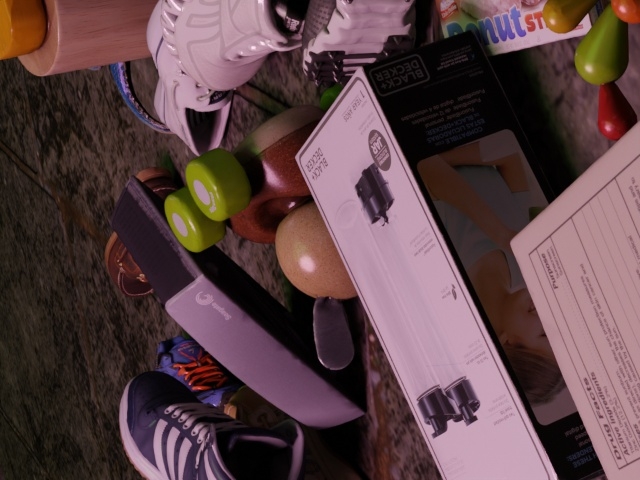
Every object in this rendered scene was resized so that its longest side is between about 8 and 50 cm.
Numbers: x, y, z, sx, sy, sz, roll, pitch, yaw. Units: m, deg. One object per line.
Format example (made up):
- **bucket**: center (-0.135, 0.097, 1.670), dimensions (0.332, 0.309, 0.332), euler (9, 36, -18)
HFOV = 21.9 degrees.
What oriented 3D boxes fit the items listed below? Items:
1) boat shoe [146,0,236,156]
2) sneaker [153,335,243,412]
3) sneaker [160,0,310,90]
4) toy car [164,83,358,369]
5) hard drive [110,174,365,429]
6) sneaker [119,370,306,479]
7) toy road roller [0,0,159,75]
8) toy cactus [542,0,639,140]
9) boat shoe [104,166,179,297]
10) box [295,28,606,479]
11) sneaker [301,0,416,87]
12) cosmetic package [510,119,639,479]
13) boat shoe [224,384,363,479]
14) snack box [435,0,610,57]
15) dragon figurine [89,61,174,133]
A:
- **boat shoe**: center (-0.105, -0.155, 1.508), dimensions (0.076, 0.083, 0.226), euler (53, 164, 17)
- **sneaker**: center (-0.139, 0.152, 1.784), dimensions (0.221, 0.083, 0.087), euler (6, 105, 65)
- **sneaker**: center (-0.048, -0.189, 1.302), dimensions (0.118, 0.110, 0.292), euler (58, 155, 15)
- **toy car**: center (0.000, 0.000, 1.265), dimensions (0.188, 0.155, 0.149), euler (58, 156, 7)
- **hard drive**: center (-0.073, 0.062, 1.415), dimensions (0.254, 0.054, 0.172), euler (44, -175, -45)
- **sneaker**: center (-0.098, 0.181, 1.499), dimensions (0.282, 0.099, 0.153), euler (57, 141, 43)
- **toy road roller**: center (-0.204, -0.328, 1.456), dimensions (0.240, 0.202, 0.330), euler (-12, 93, 57)
- **toy cactus**: center (0.166, -0.157, 0.817), dimensions (0.219, 0.112, 0.181), euler (111, 149, -69)
- **boat shoe**: center (-0.190, 0.009, 1.812), dimensions (0.207, 0.073, 0.073), euler (107, 143, -54)
- **box**: center (0.098, 0.031, 1.079), dimensions (0.290, 0.087, 0.169), euler (65, 159, 11)
- **sneaker**: center (0.030, -0.186, 1.148), dimensions (0.234, 0.078, 0.106), euler (109, 159, -71)
- **cosmetic package**: center (0.218, 0.003, 0.765), dimensions (0.160, 0.113, 0.309), euler (69, 158, 13)
- **boat shoe**: center (-0.038, 0.220, 1.565), dimensions (0.285, 0.089, 0.105), euler (37, 138, 58)
- **snack box**: center (0.121, -0.150, 1.014), dimensions (0.178, 0.022, 0.064), euler (-1, 105, 68)
- **dragon figurine**: center (-0.214, -0.248, 1.675), dimensions (0.144, 0.085, 0.289), euler (125, 127, -63)
